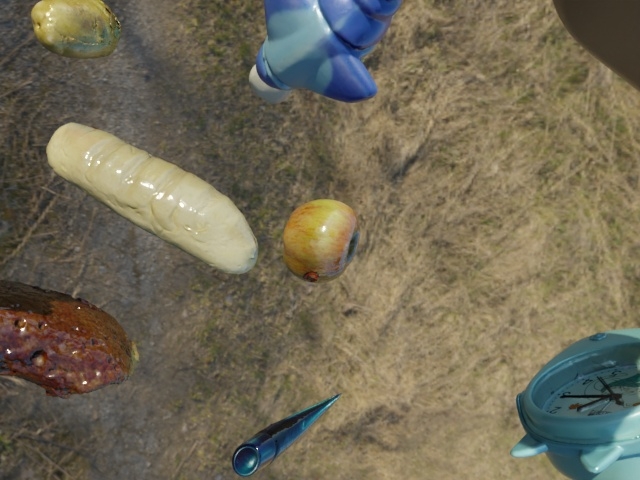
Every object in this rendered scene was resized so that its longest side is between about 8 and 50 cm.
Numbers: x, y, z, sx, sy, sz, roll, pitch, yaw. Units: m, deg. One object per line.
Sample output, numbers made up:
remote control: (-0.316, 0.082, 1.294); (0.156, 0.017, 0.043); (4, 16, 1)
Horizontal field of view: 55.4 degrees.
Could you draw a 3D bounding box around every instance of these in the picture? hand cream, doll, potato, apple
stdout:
hand cream: (-0.060, 0.384, 1.216); (0.270, 0.061, 0.120); (-12, 146, -54)
doll: (0.017, -0.327, 0.867); (0.365, 0.187, 0.376); (-90, -156, -66)
potato: (-0.398, -0.353, 1.007); (0.107, 0.080, 0.170); (59, 33, 2)
apple: (0.001, -0.003, 0.885); (0.126, 0.102, 0.126); (18, 90, -75)

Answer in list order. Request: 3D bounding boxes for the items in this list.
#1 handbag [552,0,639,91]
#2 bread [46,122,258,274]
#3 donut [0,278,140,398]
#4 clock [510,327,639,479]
handbag: (0.208, -0.191, 0.294); (0.149, 0.283, 0.302); (-48, 159, 3)
bread: (-0.143, -0.045, 0.534); (0.053, 0.214, 0.073); (-63, 175, 33)
donut: (-0.335, 0.114, 0.624); (0.295, 0.112, 0.151); (-14, 101, -28)
clock: (0.349, 0.196, 0.712); (0.274, 0.223, 0.094); (-27, 95, -29)
